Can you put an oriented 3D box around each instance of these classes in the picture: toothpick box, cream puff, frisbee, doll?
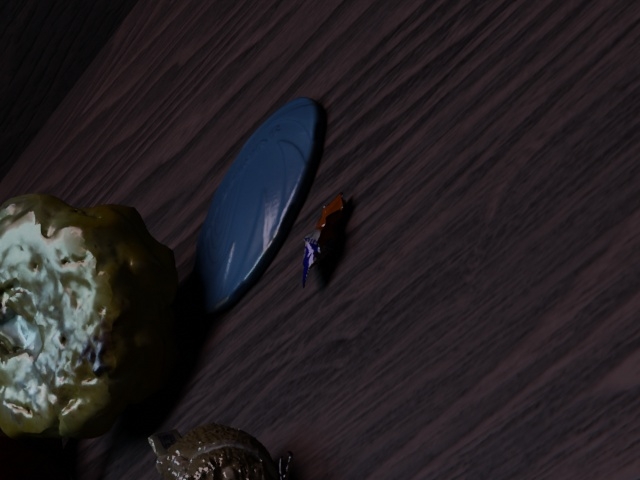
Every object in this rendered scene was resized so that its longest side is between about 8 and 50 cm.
[{"bbox_3d":[-0.410,0.304,2.168,0.192,0.192,0.294,-60,14,7],"label":"toothpick box"},{"bbox_3d":[-0.285,0.087,2.073,0.324,0.291,0.257,-41,-14,26],"label":"cream puff"},{"bbox_3d":[-0.091,-0.050,2.013,0.289,0.049,0.289,-52,21,29],"label":"frisbee"},{"bbox_3d":[-0.095,0.226,1.556,0.115,0.105,0.221,-29,10,-17],"label":"doll"}]

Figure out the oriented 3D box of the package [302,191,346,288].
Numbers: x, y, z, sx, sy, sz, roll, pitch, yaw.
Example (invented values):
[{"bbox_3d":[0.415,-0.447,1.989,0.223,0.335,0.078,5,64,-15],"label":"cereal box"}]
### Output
[{"bbox_3d":[0.001,0.001,1.732,0.110,0.033,0.077,-68,-10,-61],"label":"package"}]
